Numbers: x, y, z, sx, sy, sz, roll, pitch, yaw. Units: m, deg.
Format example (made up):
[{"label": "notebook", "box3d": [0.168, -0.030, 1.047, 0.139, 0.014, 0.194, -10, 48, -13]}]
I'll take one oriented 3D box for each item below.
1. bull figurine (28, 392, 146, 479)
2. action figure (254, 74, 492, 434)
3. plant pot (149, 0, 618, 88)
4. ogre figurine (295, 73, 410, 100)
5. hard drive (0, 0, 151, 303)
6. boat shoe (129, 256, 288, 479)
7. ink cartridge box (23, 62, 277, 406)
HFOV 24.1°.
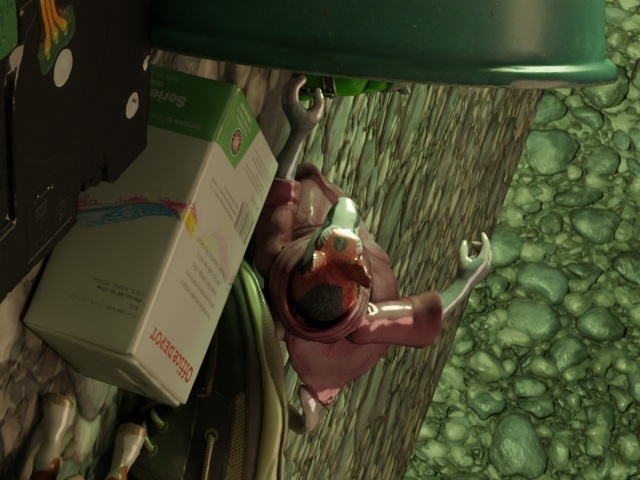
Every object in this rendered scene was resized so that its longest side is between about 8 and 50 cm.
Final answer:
[{"label": "bull figurine", "box3d": [-0.177, 0.233, 1.096, 0.310, 0.101, 0.188, 94, 7, -57]}, {"label": "action figure", "box3d": [-0.014, 0.031, 1.368, 0.275, 0.248, 0.370, -47, 179, 2]}, {"label": "plant pot", "box3d": [0.047, -0.290, 1.012, 0.341, 0.341, 0.334, -32, 128, -70]}, {"label": "ogre figurine", "box3d": [0.051, -0.226, 1.474, 0.097, 0.118, 0.197, 67, 40, -69]}, {"label": "hard drive", "box3d": [-0.165, -0.145, 0.812, 0.237, 0.064, 0.339, -57, 159, -51]}, {"label": "boat shoe", "box3d": [-0.098, 0.178, 1.269, 0.132, 0.130, 0.355, 133, -48, -71]}, {"label": "ink cartridge box", "box3d": [-0.119, -0.001, 1.105, 0.154, 0.093, 0.212, 65, 41, -69]}]
